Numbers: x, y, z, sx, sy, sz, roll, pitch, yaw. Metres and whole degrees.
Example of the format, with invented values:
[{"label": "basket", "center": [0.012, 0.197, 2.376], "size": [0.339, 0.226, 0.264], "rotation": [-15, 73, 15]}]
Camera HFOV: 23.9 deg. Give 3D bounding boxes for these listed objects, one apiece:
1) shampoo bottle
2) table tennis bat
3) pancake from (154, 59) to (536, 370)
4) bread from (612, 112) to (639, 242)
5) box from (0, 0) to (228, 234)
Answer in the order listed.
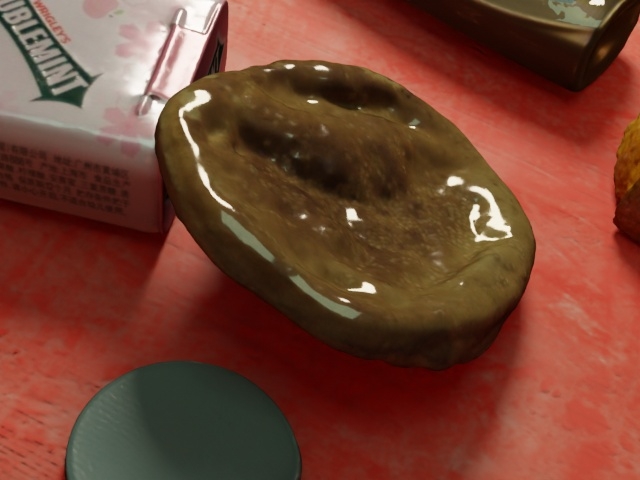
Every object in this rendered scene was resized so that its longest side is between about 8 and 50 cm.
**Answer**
[{"label": "shampoo bottle", "center": [0.100, -0.251, 1.287], "size": [0.350, 0.084, 0.125], "rotation": [32, 52, 18]}, {"label": "table tennis bat", "center": [-0.061, 0.166, 0.959], "size": [0.149, 0.038, 0.237], "rotation": [-33, 57, -30]}, {"label": "pancake", "center": [0.031, -0.028, 1.049], "size": [0.294, 0.049, 0.294], "rotation": [22, 38, -18]}, {"label": "bread", "center": [0.350, -0.076, 1.144], "size": [0.260, 0.134, 0.129], "rotation": [-5, 51, -12]}, {"label": "box", "center": [-0.268, -0.131, 1.130], "size": [0.370, 0.112, 0.190], "rotation": [13, 50, 6]}]
